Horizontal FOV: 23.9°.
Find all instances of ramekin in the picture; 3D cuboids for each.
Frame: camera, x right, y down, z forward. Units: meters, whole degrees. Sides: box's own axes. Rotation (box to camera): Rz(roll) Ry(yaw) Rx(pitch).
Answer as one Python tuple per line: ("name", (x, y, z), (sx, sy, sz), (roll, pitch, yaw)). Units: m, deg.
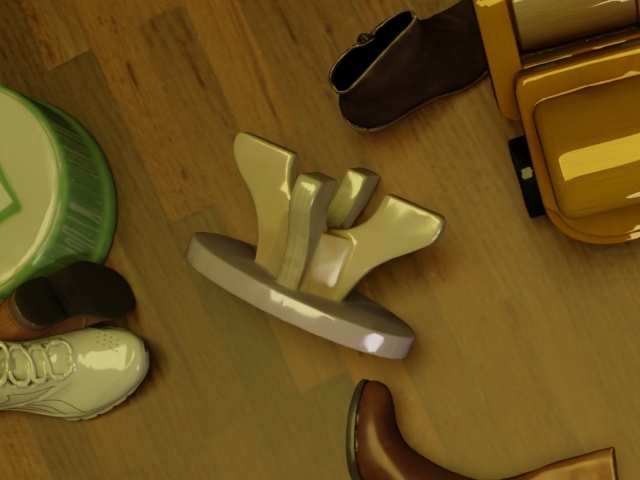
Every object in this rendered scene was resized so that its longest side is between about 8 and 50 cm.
("ramekin", (-0.407, -0.044, 1.781), (0.303, 0.148, 0.303), (-2, 79, 9))

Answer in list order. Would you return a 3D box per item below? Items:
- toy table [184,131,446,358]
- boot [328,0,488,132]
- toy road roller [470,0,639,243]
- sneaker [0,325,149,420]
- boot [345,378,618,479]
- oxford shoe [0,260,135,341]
("toy table", (0.000, 0.000, 1.676), (0.274, 0.252, 0.160), (22, 101, 2))
("boot", (0.121, -0.218, 1.696), (0.248, 0.207, 0.090), (-41, 76, 0))
("toy road roller", (0.292, -0.156, 1.604), (0.203, 0.240, 0.329), (-15, 106, 6))
("sneaker", (-0.345, 0.155, 1.745), (0.297, 0.129, 0.111), (-9, 76, 6))
("boot", (0.178, 0.259, 1.630), (0.280, 0.096, 0.264), (-13, 79, 18))
("oxford shoe", (-0.296, 0.074, 1.727), (0.076, 0.212, 0.076), (-34, 76, 31))
